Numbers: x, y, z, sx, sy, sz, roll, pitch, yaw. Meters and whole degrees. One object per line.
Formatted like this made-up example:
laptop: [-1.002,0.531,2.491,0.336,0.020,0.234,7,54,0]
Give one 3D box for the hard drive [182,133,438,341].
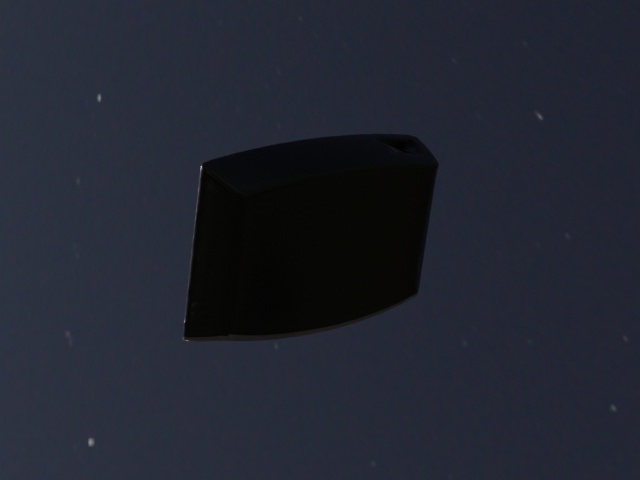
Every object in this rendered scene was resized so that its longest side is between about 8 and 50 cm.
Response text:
hard drive: [0.000,0.000,1.274,0.254,0.054,0.172,-10,-64,-44]
